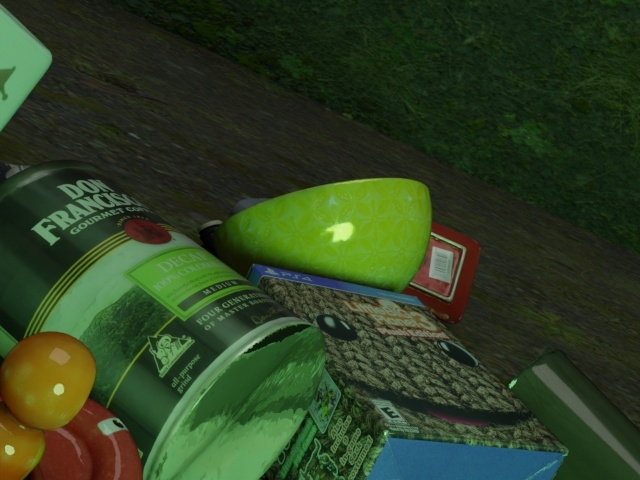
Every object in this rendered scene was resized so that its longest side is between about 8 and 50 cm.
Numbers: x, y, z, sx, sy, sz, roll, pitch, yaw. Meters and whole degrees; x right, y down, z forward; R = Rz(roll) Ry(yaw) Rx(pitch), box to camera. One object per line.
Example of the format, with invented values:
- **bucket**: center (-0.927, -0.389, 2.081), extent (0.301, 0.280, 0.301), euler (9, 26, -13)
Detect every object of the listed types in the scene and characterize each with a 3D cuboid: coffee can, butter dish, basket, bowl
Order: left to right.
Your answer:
- **coffee can**: center (-0.162, 0.083, 0.820), extent (0.275, 0.202, 0.201), euler (34, 19, 25)
- **bowl**: center (0.017, 0.041, 1.224), extent (0.289, 0.289, 0.156), euler (3, 70, -51)
- **butter dish**: center (0.152, 0.057, 1.512), extent (0.159, 0.118, 0.160), euler (23, 59, -4)
- **basket**: center (0.293, 0.257, 1.022), extent (0.227, 0.154, 0.204), euler (44, -19, 29)

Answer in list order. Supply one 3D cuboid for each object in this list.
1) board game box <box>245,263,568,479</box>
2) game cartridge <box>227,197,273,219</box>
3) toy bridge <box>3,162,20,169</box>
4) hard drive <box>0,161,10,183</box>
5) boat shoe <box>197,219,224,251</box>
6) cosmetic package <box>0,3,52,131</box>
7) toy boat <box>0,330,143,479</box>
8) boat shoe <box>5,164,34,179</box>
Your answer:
- **board game box**: center (0.055, 0.170, 0.965), extent (0.232, 0.141, 0.291), euler (13, 21, -34)
- **game cartridge**: center (0.000, 0.000, 1.563), extent (0.297, 0.062, 0.198), euler (5, 30, -48)
- **toy bridge**: center (-0.403, -0.080, 1.277), extent (0.188, 0.026, 0.063), euler (9, 22, -44)
- **hard drive**: center (-0.397, -0.028, 1.079), extent (0.172, 0.054, 0.254), euler (9, 24, -42)
- **boat shoe**: center (-0.134, -0.001, 1.399), extent (0.042, 0.048, 0.133), euler (64, 18, 11)
- **cosmetic package**: center (-0.495, -0.160, 0.701), extent (0.393, 0.329, 0.327), euler (31, -8, 22)
- **toy boat**: center (-0.192, 0.121, 0.591), extent (0.151, 0.151, 0.231), euler (44, 8, 27)
- **boat shoe**: center (-0.243, -0.014, 1.050), extent (0.227, 0.081, 0.079), euler (49, -1, -32)
